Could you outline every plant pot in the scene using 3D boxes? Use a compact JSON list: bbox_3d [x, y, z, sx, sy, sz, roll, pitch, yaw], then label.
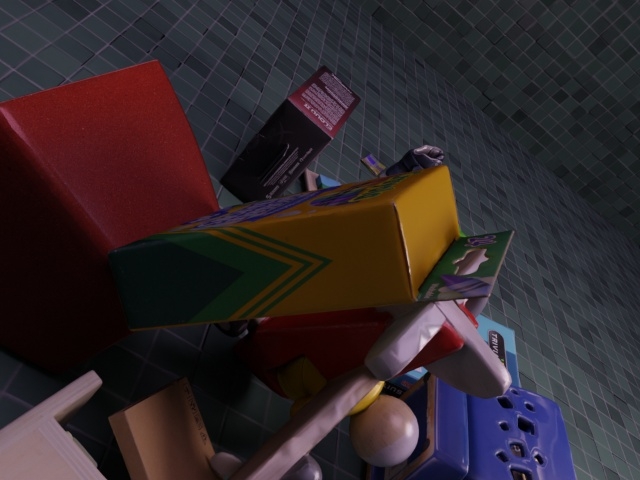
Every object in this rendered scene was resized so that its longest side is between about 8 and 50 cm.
[{"bbox_3d":[-0.265,-0.012,0.685,0.235,0.267,0.267,55,29,-10],"label":"plant pot"},{"bbox_3d":[0.193,0.325,0.853,0.212,0.236,0.236,32,32,-9],"label":"plant pot"}]

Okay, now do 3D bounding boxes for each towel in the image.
[{"bbox_3d":[0.142,-0.204,1.630,0.060,0.009,0.083,47,31,3],"label":"towel"}]

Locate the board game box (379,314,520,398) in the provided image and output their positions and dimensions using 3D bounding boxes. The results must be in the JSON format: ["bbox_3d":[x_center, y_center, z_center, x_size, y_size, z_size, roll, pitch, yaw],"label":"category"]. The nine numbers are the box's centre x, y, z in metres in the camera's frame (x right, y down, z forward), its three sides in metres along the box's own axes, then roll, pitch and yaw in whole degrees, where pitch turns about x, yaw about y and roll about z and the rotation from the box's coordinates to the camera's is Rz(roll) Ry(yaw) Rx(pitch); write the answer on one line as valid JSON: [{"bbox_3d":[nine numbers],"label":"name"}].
[{"bbox_3d":[0.182,0.191,1.067,0.336,0.079,0.253,27,33,-4],"label":"board game box"}]

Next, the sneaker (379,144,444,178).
[{"bbox_3d":[0.290,-0.145,1.594,0.226,0.163,0.086,37,30,-16],"label":"sneaker"}]

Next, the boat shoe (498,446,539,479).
[{"bbox_3d":[0.333,0.417,0.999,0.324,0.097,0.116,-81,150,-52],"label":"boat shoe"}]

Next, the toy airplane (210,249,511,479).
[{"bbox_3d":[0.058,0.149,0.712,0.384,0.386,0.272,-88,154,-73],"label":"toy airplane"}]

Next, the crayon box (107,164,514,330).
[{"bbox_3d":[0.000,0.000,0.568,0.203,0.323,0.083,-33,113,-64],"label":"crayon box"}]

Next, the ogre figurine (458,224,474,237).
[{"bbox_3d":[0.291,0.017,1.440,0.197,0.118,0.096,31,34,-23],"label":"ogre figurine"}]

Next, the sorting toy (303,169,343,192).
[{"bbox_3d":[0.055,-0.067,1.332,0.208,0.038,0.193,25,36,-31],"label":"sorting toy"}]

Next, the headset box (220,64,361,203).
[{"bbox_3d":[-0.055,-0.193,1.173,0.110,0.218,0.293,41,30,-8],"label":"headset box"}]

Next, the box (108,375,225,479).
[{"bbox_3d":[-0.136,0.248,0.615,0.164,0.021,0.201,13,55,-83],"label":"box"}]

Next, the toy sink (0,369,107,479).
[{"bbox_3d":[-0.250,0.240,0.484,0.131,0.153,0.234,48,29,3],"label":"toy sink"}]
